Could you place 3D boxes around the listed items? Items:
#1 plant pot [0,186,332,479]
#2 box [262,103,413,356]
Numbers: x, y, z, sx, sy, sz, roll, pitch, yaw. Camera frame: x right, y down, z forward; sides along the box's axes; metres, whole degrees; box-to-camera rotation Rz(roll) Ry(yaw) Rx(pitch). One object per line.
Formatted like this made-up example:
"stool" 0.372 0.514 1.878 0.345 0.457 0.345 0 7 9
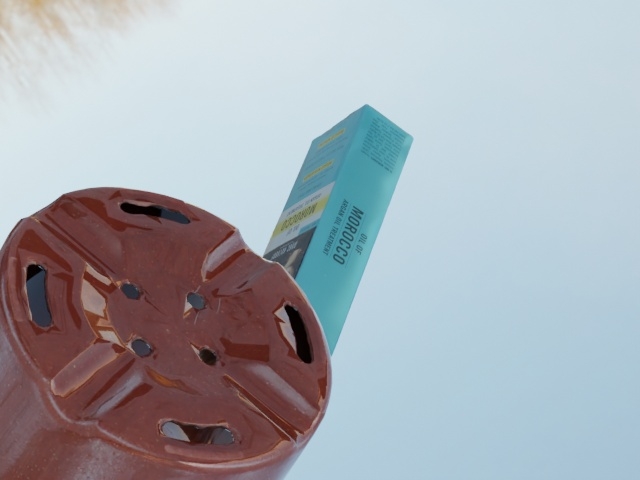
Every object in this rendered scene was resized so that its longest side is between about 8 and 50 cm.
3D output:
"plant pot" -0.140 0.126 0.748 0.265 0.272 0.272 -54 -169 35
"box" 0.000 0.000 1.100 0.100 0.060 0.244 -29 -147 53
